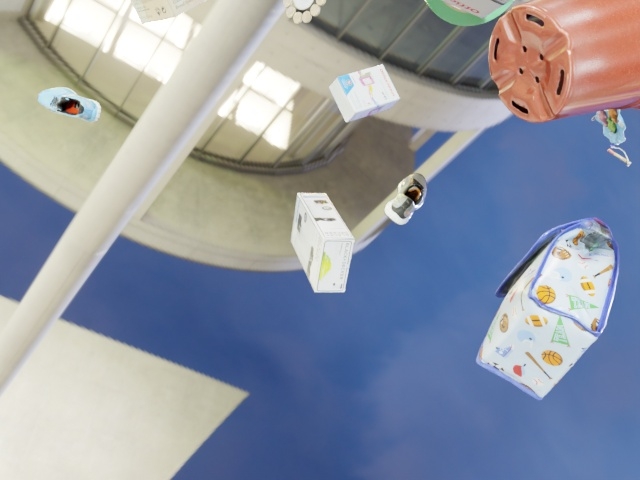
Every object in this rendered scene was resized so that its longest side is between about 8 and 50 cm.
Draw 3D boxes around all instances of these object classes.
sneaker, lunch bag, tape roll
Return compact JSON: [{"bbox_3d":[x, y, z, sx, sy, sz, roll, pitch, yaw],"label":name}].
[{"bbox_3d":[0.297,-0.147,2.413,0.100,0.108,0.271,41,-143,-4],"label":"sneaker"},{"bbox_3d":[0.594,0.150,1.945,0.239,0.328,0.385,32,-131,8],"label":"lunch bag"},{"bbox_3d":[-0.581,-0.316,1.717,0.162,0.063,0.073,16,-174,20],"label":"sneaker"},{"bbox_3d":[0.456,-0.820,2.290,0.321,0.321,0.077,28,-154,-21],"label":"tape roll"}]

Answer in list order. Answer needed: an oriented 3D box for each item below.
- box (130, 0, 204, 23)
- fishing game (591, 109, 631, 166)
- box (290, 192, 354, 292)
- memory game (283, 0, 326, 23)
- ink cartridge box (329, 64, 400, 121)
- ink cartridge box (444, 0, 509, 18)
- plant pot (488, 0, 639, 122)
[{"bbox_3d":[-0.323,-0.585,1.414,0.148,0.121,0.311,-43,-57,-32],"label":"box"},{"bbox_3d":[0.678,-0.308,1.807,0.189,0.041,0.264,-94,-18,-69],"label":"fishing game"},{"bbox_3d":[0.000,0.000,2.084,0.087,0.169,0.290,1,-151,-18],"label":"box"},{"bbox_3d":[-0.050,-0.786,2.413,0.012,0.186,0.186,0,-123,-49],"label":"memory game"},{"bbox_3d":[0.095,-0.314,1.605,0.122,0.052,0.088,-22,-98,-28],"label":"ink cartridge box"},{"bbox_3d":[0.391,-0.733,1.903,0.285,0.395,0.166,22,-92,-10],"label":"ink cartridge box"},{"bbox_3d":[0.460,-0.333,1.322,0.265,0.272,0.272,-20,-111,-23],"label":"plant pot"}]
